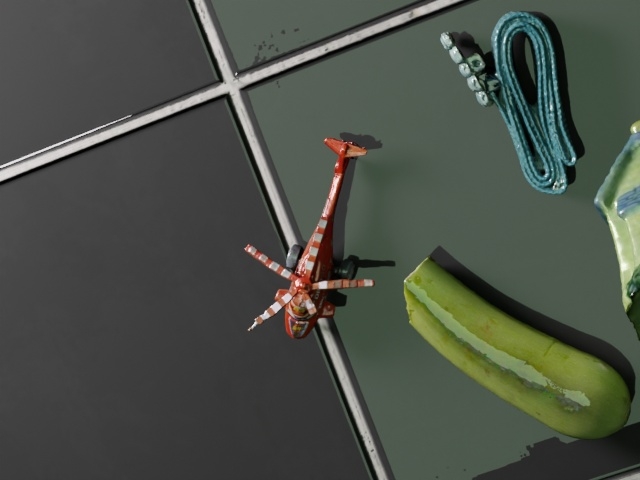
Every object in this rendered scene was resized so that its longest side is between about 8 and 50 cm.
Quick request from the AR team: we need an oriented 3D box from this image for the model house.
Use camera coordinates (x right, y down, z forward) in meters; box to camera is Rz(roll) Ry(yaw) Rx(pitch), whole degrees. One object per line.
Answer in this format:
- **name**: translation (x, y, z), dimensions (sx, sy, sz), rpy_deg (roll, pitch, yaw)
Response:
- **model house**: translation (0.351, -0.015, 1.792), dimensions (0.195, 0.214, 0.189), rpy_deg (-29, 54, 17)

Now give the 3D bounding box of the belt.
- **belt**: translation (0.186, -0.125, 1.892), dimensions (0.100, 0.065, 0.179), rpy_deg (-17, 94, 5)

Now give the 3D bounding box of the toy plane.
- **toy plane**: translation (-0.008, -0.001, 1.951), dimensions (0.126, 0.077, 0.194), rpy_deg (-4, 90, 10)

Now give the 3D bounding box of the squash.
- **squash**: translation (0.187, 0.110, 1.921), dimensions (0.250, 0.083, 0.083), rpy_deg (33, 104, 10)
